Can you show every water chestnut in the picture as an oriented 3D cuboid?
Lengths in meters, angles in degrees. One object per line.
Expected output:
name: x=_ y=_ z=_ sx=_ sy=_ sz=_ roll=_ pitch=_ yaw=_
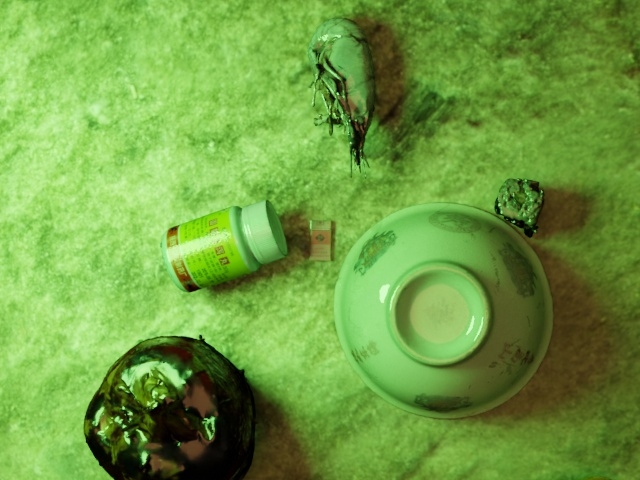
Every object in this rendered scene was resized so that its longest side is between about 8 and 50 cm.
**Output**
water chestnut: x=-0.282 y=0.337 z=1.460 sx=0.335 sy=0.347 sz=0.336 roll=-2 pitch=77 yaw=8

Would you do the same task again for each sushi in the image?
sushi: x=0.382 y=-0.066 z=1.491 sx=0.094 sy=0.084 sz=0.098 roll=18 pitch=87 yaw=12

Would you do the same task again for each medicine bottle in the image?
medicine bottle: x=-0.191 y=0.010 z=1.556 sx=0.225 sy=0.139 sz=0.139 roll=-18 pitch=84 yaw=8

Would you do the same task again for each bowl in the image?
bowl: x=0.223 y=0.133 z=1.452 sx=0.434 sy=0.196 sz=0.435 roll=-1 pitch=87 yaw=10

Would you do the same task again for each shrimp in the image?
shrimp: x=0.043 y=-0.280 z=1.543 sx=0.145 sy=0.116 sz=0.343 roll=-11 pitch=79 yaw=9

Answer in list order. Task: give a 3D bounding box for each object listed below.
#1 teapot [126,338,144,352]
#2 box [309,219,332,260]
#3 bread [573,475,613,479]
teapot: x=-0.391 y=0.251 z=1.625 sx=0.083 sy=0.057 sz=0.067 roll=-43 pitch=44 yaw=9
box: x=0.000 y=0.000 z=1.588 sx=0.046 sy=0.012 sz=0.083 roll=1 pitch=89 yaw=11
bread: x=0.445 y=0.506 z=1.449 sx=0.245 sy=0.094 sz=0.102 roll=-16 pitch=79 yaw=9
